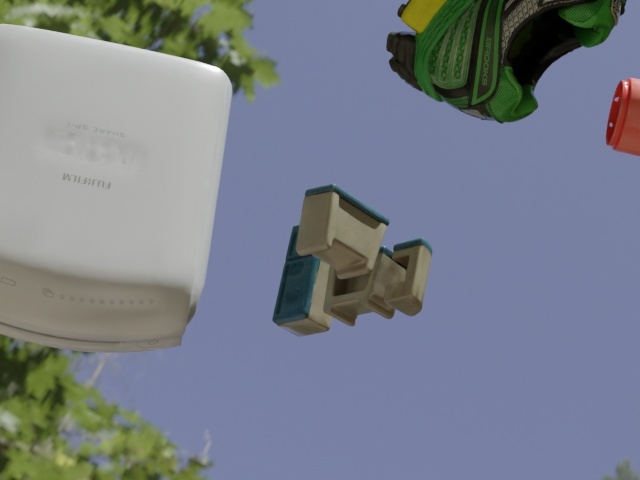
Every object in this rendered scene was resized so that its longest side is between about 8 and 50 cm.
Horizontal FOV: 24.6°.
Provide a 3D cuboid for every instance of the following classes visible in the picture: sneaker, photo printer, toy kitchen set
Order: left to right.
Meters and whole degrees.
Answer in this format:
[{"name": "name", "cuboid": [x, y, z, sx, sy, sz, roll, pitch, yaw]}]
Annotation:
[{"name": "photo printer", "cuboid": [-0.226, -0.043, 1.395, 0.256, 0.308, 0.107, 11, -29, -8]}, {"name": "toy kitchen set", "cuboid": [0.000, 0.000, 1.491, 0.166, 0.122, 0.207, 31, -30, -35]}, {"name": "sneaker", "cuboid": [0.216, -0.239, 1.215, 0.146, 0.134, 0.344, 38, -86, 30]}]

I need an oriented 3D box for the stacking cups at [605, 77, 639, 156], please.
[{"name": "stacking cups", "cuboid": [0.404, -0.084, 1.236, 0.316, 0.096, 0.096, 14, -51, 1]}]
